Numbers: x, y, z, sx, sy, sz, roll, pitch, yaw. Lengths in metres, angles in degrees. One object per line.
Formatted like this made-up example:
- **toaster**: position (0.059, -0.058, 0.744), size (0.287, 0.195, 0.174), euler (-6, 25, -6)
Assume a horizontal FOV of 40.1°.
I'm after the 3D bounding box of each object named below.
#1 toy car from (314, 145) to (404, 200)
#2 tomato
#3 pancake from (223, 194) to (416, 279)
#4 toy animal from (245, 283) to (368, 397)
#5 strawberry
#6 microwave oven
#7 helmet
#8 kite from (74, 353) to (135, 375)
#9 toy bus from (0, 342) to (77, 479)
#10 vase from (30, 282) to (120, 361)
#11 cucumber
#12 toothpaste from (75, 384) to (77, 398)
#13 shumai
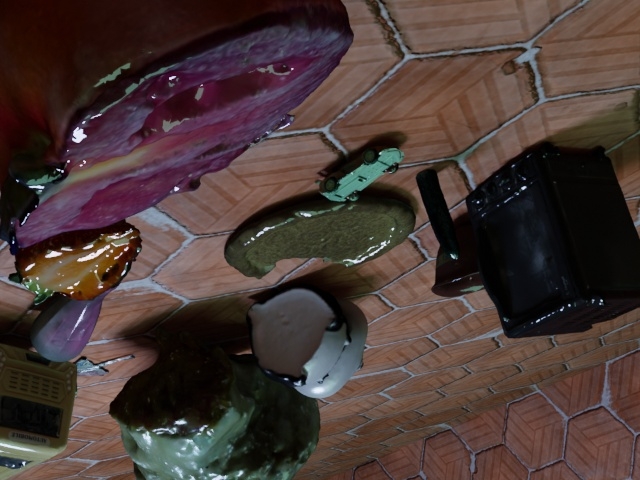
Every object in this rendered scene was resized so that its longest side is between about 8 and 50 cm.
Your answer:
- **toy car**: position (0.053, -0.090, 1.141), size (0.122, 0.035, 0.059), euler (-36, 151, 25)
- **tomato**: position (-0.145, -0.145, 0.720), size (0.290, 0.176, 0.335), euler (-23, 168, -39)
- **pancake**: position (0.000, 0.000, 1.326), size (0.286, 0.033, 0.288), euler (-27, 155, 25)
- **toy animal**: position (-0.008, 0.181, 1.567), size (0.187, 0.165, 0.235), euler (-59, 146, -2)
- **strawberry**: position (-0.308, 0.012, 1.092), size (0.140, 0.085, 0.192), euler (5, 146, -24)
- **microwave oven**: position (0.348, 0.007, 1.287), size (0.188, 0.247, 0.178), euler (2, 155, -34)
- **helmet**: position (0.253, 0.027, 1.450), size (0.155, 0.106, 0.175), euler (-3, 161, -17)
- **kite**: position (-0.426, 0.239, 1.660), size (0.157, 0.011, 0.139), euler (-15, 161, 4)
- **toy bus**: position (-0.569, 0.303, 1.432), size (0.365, 0.201, 0.177), euler (-29, 142, 34)
- **vase**: position (-0.352, 0.096, 1.278), size (0.086, 0.086, 0.214), euler (2, 148, -36)
- **cucumber**: position (0.165, -0.033, 1.216), size (0.032, 0.133, 0.032), euler (-14, 160, -5)
- **toothpaste**: position (-0.549, 0.286, 1.649), size (0.179, 0.037, 0.043), euler (-4, 159, -20)
- **shumai**: position (-0.227, 0.308, 1.602), size (0.398, 0.324, 0.323), euler (-3, 147, 24)
